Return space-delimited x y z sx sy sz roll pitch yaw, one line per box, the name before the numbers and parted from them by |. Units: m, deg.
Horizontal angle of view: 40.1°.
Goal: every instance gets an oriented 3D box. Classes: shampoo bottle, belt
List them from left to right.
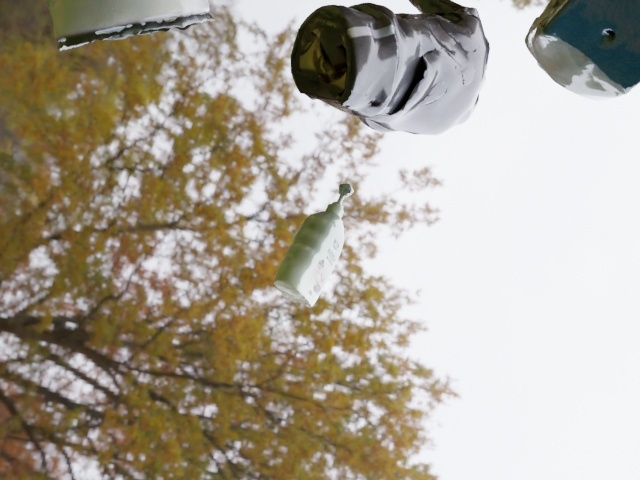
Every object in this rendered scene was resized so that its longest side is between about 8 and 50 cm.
shampoo bottle | 0.000 0.000 1.041 0.045 0.077 0.152 15 -112 27
belt | 0.430 -0.368 1.070 0.437 0.173 0.300 -58 177 40

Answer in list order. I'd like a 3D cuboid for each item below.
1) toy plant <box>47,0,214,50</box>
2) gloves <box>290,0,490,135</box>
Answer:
toy plant | -0.296 -0.445 1.216 0.247 0.247 0.332 18 -56 64
gloves | 0.074 -0.143 0.734 0.142 0.119 0.285 -47 171 33
